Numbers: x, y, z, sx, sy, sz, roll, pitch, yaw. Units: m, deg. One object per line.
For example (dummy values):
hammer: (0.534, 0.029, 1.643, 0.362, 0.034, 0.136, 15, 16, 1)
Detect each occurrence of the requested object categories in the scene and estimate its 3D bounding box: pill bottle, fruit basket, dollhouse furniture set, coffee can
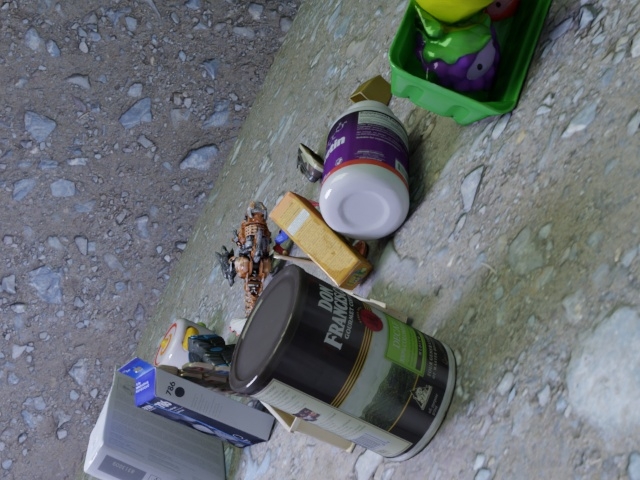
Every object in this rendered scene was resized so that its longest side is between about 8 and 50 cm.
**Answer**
pill bottle: (0.097, -0.161, 1.685, 0.181, 0.181, 0.323, -49, 21, 35)
fruit basket: (0.273, -0.432, 1.419, 0.392, 0.283, 0.392, -157, 90, -87)
dollhouse furniture set: (-0.008, -0.022, 1.779, 0.144, 0.123, 0.151, 9, -89, -68)
coffee can: (0.032, 0.185, 1.188, 0.201, 0.275, 0.201, -52, 20, 28)

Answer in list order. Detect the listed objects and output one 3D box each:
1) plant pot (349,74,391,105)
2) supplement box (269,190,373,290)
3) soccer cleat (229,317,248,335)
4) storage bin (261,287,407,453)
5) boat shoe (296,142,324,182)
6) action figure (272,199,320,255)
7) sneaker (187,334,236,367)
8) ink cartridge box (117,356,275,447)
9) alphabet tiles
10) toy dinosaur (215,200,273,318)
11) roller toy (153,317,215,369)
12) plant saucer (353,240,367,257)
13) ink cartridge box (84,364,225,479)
plant pot: (0.140, -0.384, 2.082, 0.083, 0.081, 0.081, -53, 15, -14)
supplement box: (0.000, 0.000, 1.655, 0.233, 0.078, 0.080, 43, 100, 27)
soccer cleat: (-0.183, 0.230, 2.094, 0.076, 0.068, 0.196, -58, 24, -5)
storage bin: (0.016, 0.215, 1.446, 0.260, 0.123, 0.262, -64, 17, -5)
boat shoe: (-0.038, -0.227, 2.338, 0.073, 0.080, 0.223, -54, 23, 8)
action figure: (-0.047, -0.036, 2.093, 0.280, 0.139, 0.091, 102, -175, -67)
sneaker: (-0.270, 0.344, 2.132, 0.341, 0.125, 0.140, -170, 80, -69)
ink cartridge box: (-0.279, 0.355, 1.714, 0.165, 0.332, 0.065, -36, 31, 58)
alphabet tiles: (-0.257, 0.320, 1.797, 0.278, 0.284, 0.021, -36, 46, 56)
toy dinosaur: (-0.200, 0.059, 2.207, 0.322, 0.164, 0.218, -68, 14, -11)
roller toy: (-0.423, 0.343, 2.454, 0.191, 0.146, 0.209, -62, 18, 1)
plant saucer: (0.077, 0.039, 1.720, 0.083, 0.013, 0.083, -54, 19, 27)
ink cartridge box: (-0.380, 0.467, 1.874, 0.091, 0.308, 0.385, -58, 17, 9)
